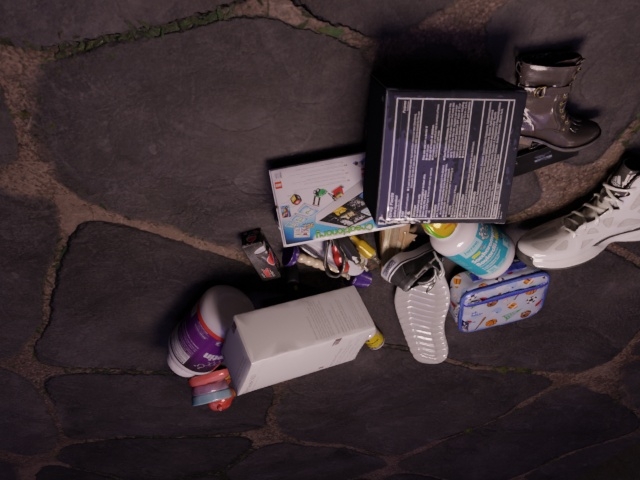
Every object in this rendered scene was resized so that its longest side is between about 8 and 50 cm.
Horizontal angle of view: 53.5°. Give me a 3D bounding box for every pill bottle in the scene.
[{"bbox_3d":[-0.342,0.286,1.925,0.181,0.182,0.323,20,133,-28],"label":"pill bottle"},{"bbox_3d":[0.163,0.311,2.116,0.065,0.065,0.116,-22,136,17],"label":"pill bottle"},{"bbox_3d":[0.396,-0.005,1.720,0.264,0.146,0.146,27,129,-34],"label":"pill bottle"}]

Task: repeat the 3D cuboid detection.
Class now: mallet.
[{"bbox_3d":[-0.076,0.130,1.901,0.039,0.062,0.190,-8,154,3],"label":"mallet"}]

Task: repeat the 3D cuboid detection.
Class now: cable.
[{"bbox_3d":[0.034,-0.021,1.643,0.139,0.072,0.287,-30,102,7],"label":"cable"}]

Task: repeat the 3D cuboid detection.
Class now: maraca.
[{"bbox_3d":[0.285,-0.096,1.568,0.127,0.186,0.099,-13,178,-40],"label":"maraca"}]

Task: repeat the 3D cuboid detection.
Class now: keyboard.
[{"bbox_3d":[0.553,-0.222,1.589,0.180,0.023,0.108,-20,144,13],"label":"keyboard"}]

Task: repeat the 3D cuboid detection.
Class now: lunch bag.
[{"bbox_3d":[0.535,0.163,1.938,0.303,0.115,0.243,-15,142,-5],"label":"lunch bag"}]

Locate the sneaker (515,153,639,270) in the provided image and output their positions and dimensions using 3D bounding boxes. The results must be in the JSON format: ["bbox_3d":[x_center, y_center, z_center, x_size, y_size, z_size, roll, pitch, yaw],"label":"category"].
[{"bbox_3d":[0.727,-0.096,1.684,0.447,0.169,0.258,-18,130,1],"label":"sneaker"}]

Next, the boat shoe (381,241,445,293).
[{"bbox_3d":[0.282,0.078,1.728,0.306,0.105,0.113,-5,132,-59],"label":"boat shoe"}]

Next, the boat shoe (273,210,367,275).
[{"bbox_3d":[0.000,0.000,1.708,0.301,0.108,0.102,30,169,-33],"label":"boat shoe"}]

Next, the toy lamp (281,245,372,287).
[{"bbox_3d":[0.026,0.077,1.815,0.274,0.080,0.080,17,134,-27],"label":"toy lamp"}]

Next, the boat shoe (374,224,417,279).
[{"bbox_3d":[0.206,-0.021,1.693,0.110,0.122,0.341,-6,138,-2],"label":"boat shoe"}]

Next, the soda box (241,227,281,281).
[{"bbox_3d":[-0.163,0.042,1.766,0.060,0.053,0.169,-15,139,9],"label":"soda box"}]

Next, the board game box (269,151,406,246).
[{"bbox_3d":[0.043,-0.105,1.540,0.305,0.053,0.193,-10,97,4],"label":"board game box"}]

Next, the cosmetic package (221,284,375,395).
[{"bbox_3d":[-0.066,0.276,1.779,0.384,0.156,0.217,-14,150,-26],"label":"cosmetic package"}]

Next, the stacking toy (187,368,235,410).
[{"bbox_3d":[-0.286,0.491,2.118,0.279,0.131,0.309,-14,170,0],"label":"stacking toy"}]

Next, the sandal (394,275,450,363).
[{"bbox_3d":[0.325,0.223,2.014,0.169,0.102,0.417,1,127,12],"label":"sandal"}]

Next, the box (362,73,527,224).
[{"bbox_3d":[0.254,-0.200,1.381,0.293,0.183,0.297,-1,114,-8],"label":"box"}]

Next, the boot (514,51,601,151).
[{"bbox_3d":[0.540,-0.315,1.425,0.262,0.091,0.229,0,139,-5],"label":"boot"}]
